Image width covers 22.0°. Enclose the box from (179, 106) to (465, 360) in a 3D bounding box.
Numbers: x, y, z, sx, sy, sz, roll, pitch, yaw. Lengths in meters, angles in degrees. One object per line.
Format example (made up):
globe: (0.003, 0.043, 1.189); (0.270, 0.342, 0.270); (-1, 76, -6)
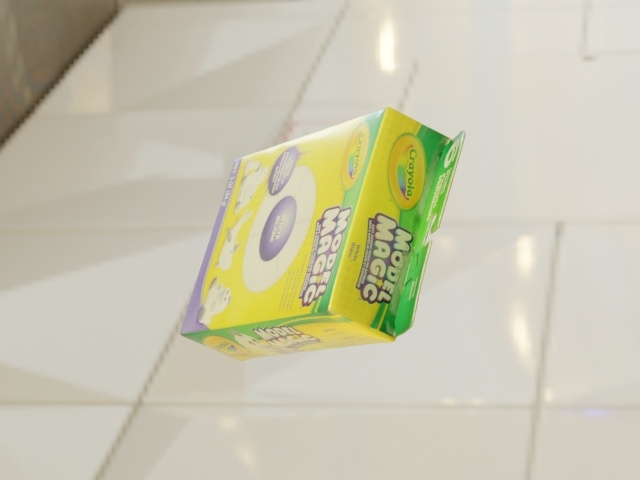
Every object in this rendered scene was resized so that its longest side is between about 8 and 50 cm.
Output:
box: (0.000, 0.000, 0.795); (0.043, 0.179, 0.105); (25, -109, -27)
